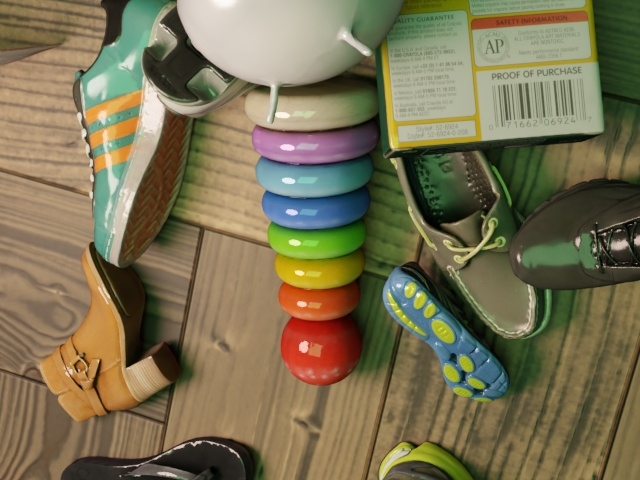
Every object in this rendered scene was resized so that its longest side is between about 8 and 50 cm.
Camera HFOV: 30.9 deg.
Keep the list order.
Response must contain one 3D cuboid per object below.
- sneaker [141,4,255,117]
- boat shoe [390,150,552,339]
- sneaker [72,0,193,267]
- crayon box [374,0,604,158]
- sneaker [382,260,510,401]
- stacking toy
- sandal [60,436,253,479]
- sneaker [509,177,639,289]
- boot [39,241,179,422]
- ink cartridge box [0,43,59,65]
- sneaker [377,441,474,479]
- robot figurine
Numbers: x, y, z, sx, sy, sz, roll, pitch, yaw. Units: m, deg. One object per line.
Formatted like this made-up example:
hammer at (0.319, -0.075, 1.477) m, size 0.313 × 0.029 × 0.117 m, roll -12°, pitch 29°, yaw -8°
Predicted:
sneaker at (-0.046, -0.254, 1.204) m, size 0.330 × 0.146 × 0.122 m, roll -41°, pitch 83°, yaw -5°
boat shoe at (0.147, -0.028, 1.195) m, size 0.109 × 0.091 × 0.305 m, roll -24°, pitch 93°, yaw 20°
sneaker at (-0.216, -0.125, 1.284) m, size 0.121 × 0.108 × 0.302 m, roll 18°, pitch 101°, yaw 18°
crayon box at (0.149, -0.249, 1.106) m, size 0.203 × 0.083 × 0.323 m, roll -5°, pitch 89°, yaw -3°
sneaker at (0.141, 0.095, 1.233) m, size 0.067 × 0.078 × 0.188 m, roll -32°, pitch 106°, yaw 32°
stacking toy at (0.000, 0.000, 1.226) m, size 0.141 × 0.141 × 0.330 m, roll 2°, pitch 108°, yaw 16°
sandal at (-0.198, 0.297, 1.380) m, size 0.254 × 0.054 × 0.097 m, roll -12°, pitch 97°, yaw 18°
sneaker at (0.323, -0.010, 1.109) m, size 0.286 × 0.130 × 0.109 m, roll -14°, pitch 98°, yaw 9°
boot at (-0.271, 0.113, 1.360) m, size 0.152 × 0.073 × 0.197 m, roll -25°, pitch 90°, yaw 23°
ink cartridge box at (-0.526, -0.203, 1.247) m, size 0.385 × 0.308 × 0.091 m, roll -9°, pitch 99°, yaw 18°
sneaker at (0.178, 0.341, 1.242) m, size 0.300 × 0.121 × 0.111 m, roll 33°, pitch 108°, yaw 8°
robot figurine at (-0.041, -0.284, 1.012) m, size 0.300 × 0.199 × 0.353 m, roll -39°, pitch 58°, yaw 50°
